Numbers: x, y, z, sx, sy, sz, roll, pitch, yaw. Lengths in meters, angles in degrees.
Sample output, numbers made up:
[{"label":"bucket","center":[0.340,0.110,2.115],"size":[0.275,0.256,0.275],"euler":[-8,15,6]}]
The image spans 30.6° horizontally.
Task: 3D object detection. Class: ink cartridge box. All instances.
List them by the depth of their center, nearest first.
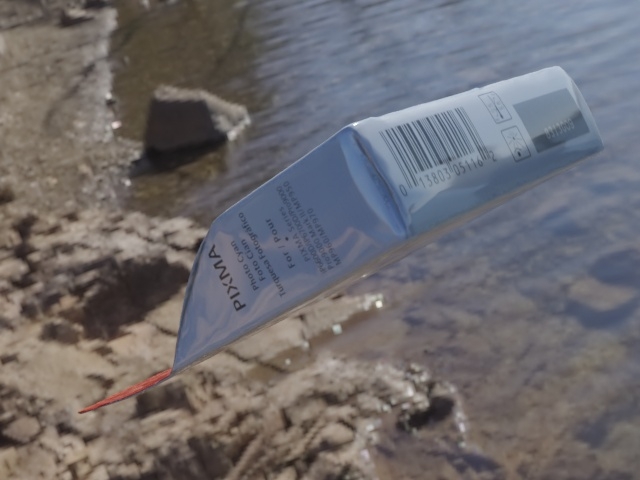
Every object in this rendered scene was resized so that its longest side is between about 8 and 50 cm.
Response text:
[{"label":"ink cartridge box","center":[0.000,0.000,0.950],"size":[0.385,0.091,0.308],"euler":[-29,-4,39]}]
